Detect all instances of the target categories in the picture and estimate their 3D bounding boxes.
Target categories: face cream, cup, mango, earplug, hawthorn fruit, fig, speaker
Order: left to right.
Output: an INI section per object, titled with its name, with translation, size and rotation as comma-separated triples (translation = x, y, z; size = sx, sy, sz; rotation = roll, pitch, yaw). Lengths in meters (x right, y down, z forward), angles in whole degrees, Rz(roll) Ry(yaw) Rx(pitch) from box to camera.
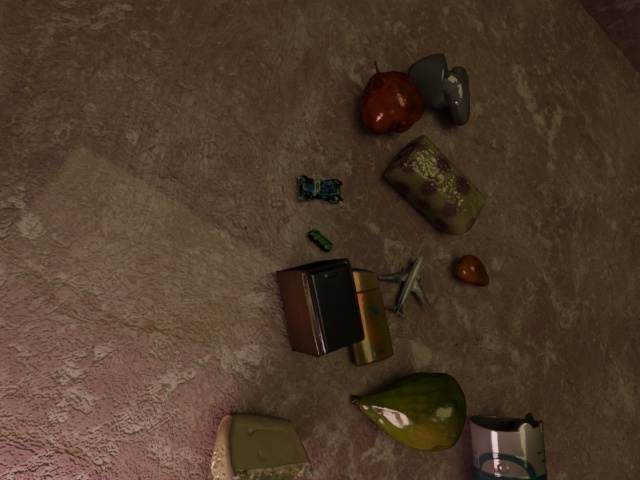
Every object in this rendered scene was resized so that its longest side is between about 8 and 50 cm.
[speaker]
translation = -0.003, 0.177, 1.160
size = 0.153, 0.192, 0.231
rotation = -12, 90, -31
[face cream]
translation = 0.136, 0.221, 1.292
size = 0.139, 0.067, 0.285
rotation = -8, 84, -32
[hawthorn fruit]
translation = 0.218, -0.477, 1.412
size = 0.207, 0.207, 0.243
rotation = -15, 83, -30
[fig]
translation = 0.273, 0.508, 1.267
size = 0.314, 0.233, 0.233
rotation = -15, 86, 13
[earplug]
translation = 0.454, -0.551, 1.575
size = 0.325, 0.175, 0.214
rotation = 19, 67, -34
[mango]
translation = 0.540, 0.110, 1.532
size = 0.159, 0.084, 0.105
rotation = 34, 48, -41
[cup]
translation = 0.615, 0.697, 1.393
size = 0.289, 0.219, 0.258
rotation = 17, 70, -59

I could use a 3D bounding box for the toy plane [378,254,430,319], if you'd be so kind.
[toy plane]
translation = 0.287, 0.145, 1.396
size = 0.226, 0.058, 0.226
rotation = 31, 64, -16

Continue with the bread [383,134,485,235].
[bread]
translation = 0.398, -0.183, 1.466
size = 0.338, 0.155, 0.187
rotation = 41, 68, -16

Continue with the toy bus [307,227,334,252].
[toy bus]
translation = 0.000, 0.000, 1.284
size = 0.083, 0.031, 0.037
rotation = 41, 58, -17

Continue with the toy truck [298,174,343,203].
[toy truck]
translation = 0.008, -0.158, 1.292
size = 0.154, 0.078, 0.080
rotation = 2, 81, -29

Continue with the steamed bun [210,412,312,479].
[steamed bun]
translation = -0.146, 0.526, 1.019
size = 0.225, 0.200, 0.170
rotation = 17, 112, -27
